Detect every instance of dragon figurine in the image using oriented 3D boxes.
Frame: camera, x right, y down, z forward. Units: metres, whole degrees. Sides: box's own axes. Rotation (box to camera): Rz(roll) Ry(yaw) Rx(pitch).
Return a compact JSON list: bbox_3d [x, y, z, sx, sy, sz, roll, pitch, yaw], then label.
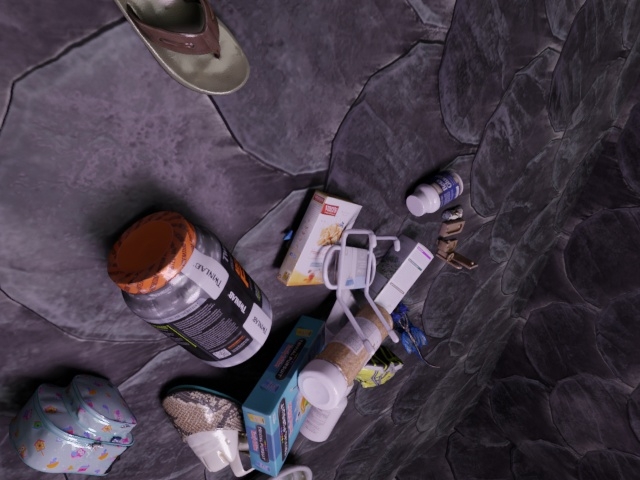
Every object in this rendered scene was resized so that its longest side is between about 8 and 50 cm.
[{"bbox_3d":[0.347,0.371,1.559,0.085,0.289,0.144,-28,168,1],"label":"dragon figurine"}]

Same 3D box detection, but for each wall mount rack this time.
[{"bbox_3d":[0.130,0.128,1.114,0.350,0.131,0.304,9,85,-62],"label":"wall mount rack"}]

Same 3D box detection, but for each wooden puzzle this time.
[{"bbox_3d":[-0.051,-0.005,1.034,0.078,0.014,0.116,-53,147,-8],"label":"wooden puzzle"}]

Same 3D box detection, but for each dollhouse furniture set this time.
[{"bbox_3d":[0.514,0.016,1.517,0.144,0.123,0.151,-12,126,-39],"label":"dollhouse furniture set"}]

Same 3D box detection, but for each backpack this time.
[{"bbox_3d":[-0.459,0.343,0.775,0.144,0.166,0.188,-54,144,-1],"label":"backpack"}]

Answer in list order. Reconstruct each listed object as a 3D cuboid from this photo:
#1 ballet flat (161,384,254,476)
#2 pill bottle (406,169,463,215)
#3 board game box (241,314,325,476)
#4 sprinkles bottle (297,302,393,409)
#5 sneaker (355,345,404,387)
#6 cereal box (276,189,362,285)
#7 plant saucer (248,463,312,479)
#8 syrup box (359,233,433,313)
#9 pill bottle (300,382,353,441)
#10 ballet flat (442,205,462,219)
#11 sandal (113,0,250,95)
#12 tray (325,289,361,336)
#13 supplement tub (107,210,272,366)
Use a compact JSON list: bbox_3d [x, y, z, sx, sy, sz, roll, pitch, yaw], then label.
[{"bbox_3d":[-0.233,0.529,1.108,0.164,0.182,0.483,-21,142,13],"label":"ballet flat"},{"bbox_3d":[0.345,-0.141,1.257,0.169,0.094,0.094,-31,136,-25],"label":"pill bottle"},{"bbox_3d":[-0.083,0.413,1.132,0.336,0.079,0.253,-53,149,-52],"label":"board game box"},{"bbox_3d":[0.081,0.306,1.149,0.355,0.121,0.121,-35,142,-51],"label":"sprinkles bottle"},{"bbox_3d":[0.177,0.475,1.516,0.385,0.145,0.147,27,98,-49],"label":"sneaker"},{"bbox_3d":[0.000,0.000,1.042,0.173,0.047,0.240,5,114,-56],"label":"cereal box"},{"bbox_3d":[-0.215,0.960,1.526,0.401,0.100,0.400,-26,134,-29],"label":"plant saucer"},{"bbox_3d":[0.243,0.106,1.326,0.096,0.093,0.237,39,89,-32],"label":"syrup box"},{"bbox_3d":[0.018,0.564,1.434,0.131,0.131,0.229,13,108,-48],"label":"pill bottle"},{"bbox_3d":[0.480,-0.094,1.468,0.114,0.041,0.041,-18,130,-35],"label":"ballet flat"},{"bbox_3d":[-0.211,-0.319,0.587,0.120,0.086,0.303,-51,141,-2],"label":"sandal"},{"bbox_3d":[0.095,0.255,1.307,0.145,0.030,0.270,-62,149,-21],"label":"tray"},{"bbox_3d":[-0.235,0.100,0.792,0.193,0.194,0.316,-42,141,-12],"label":"supplement tub"}]
